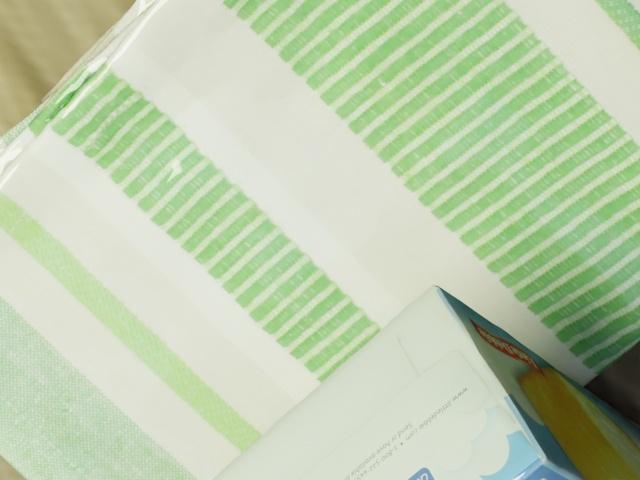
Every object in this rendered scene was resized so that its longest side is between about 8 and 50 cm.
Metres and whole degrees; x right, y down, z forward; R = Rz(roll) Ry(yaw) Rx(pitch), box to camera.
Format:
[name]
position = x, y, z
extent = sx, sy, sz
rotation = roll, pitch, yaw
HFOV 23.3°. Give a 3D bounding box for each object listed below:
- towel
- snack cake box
[towel]
position = 0.000, 0.000, 0.613
extent = 0.248, 0.038, 0.325
rotation = 43, 104, -11
[snack cake box]
position = 0.078, 0.140, 0.616
extent = 0.152, 0.089, 0.264
rotation = -43, 136, 14
